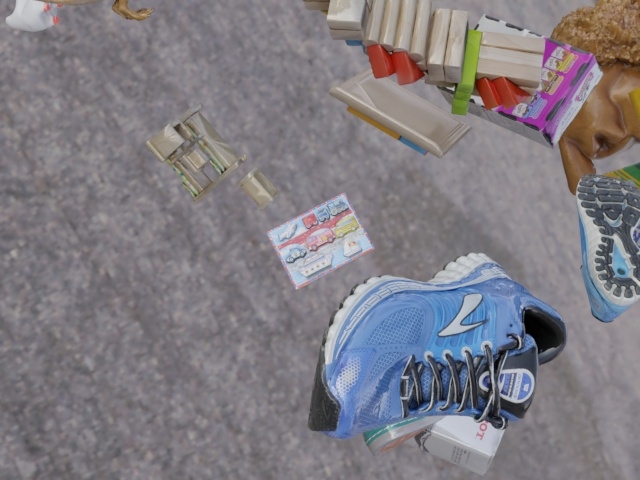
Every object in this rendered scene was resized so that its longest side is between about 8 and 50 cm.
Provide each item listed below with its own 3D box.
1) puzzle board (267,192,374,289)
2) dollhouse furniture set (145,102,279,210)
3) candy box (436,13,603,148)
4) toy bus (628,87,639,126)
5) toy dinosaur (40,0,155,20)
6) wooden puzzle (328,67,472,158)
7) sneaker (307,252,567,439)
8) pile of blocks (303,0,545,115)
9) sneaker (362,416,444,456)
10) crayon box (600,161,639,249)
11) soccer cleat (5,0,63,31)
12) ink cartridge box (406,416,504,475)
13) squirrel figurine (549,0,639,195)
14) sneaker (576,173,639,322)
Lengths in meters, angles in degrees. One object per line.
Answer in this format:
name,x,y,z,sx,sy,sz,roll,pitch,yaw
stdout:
puzzle board,0.000,0.000,1.699,0.096,0.128,0.011,62,-2,16
dollhouse furniture set,-0.172,-0.086,1.717,0.182,0.101,0.161,49,20,-5
candy box,0.334,-0.271,2.005,0.233,0.159,0.071,31,-7,37
toy bus,0.459,-0.116,1.471,0.191,0.104,0.202,35,58,-26
toy dinosaur,-0.284,-0.344,1.602,0.112,0.211,0.064,56,15,-25
wooden puzzle,0.140,-0.218,2.052,0.221,0.044,0.238,31,23,9
sneaker,0.118,0.102,1.072,0.330,0.147,0.130,-21,128,-46
pile of blocks,0.124,-0.230,1.518,0.362,0.149,0.113,19,67,-19
sneaker,0.112,0.188,1.551,0.121,0.108,0.302,58,23,6
crayon box,0.514,-0.016,1.898,0.323,0.083,0.203,154,-73,-79
soccer cleat,-0.394,-0.379,1.692,0.068,0.076,0.196,64,31,-51
ink cartridge box,0.191,0.242,1.979,0.114,0.273,0.197,85,29,-62
squirrel figurine,0.655,-0.319,2.319,0.281,0.370,0.397,-38,115,-60
sneaker,0.258,0.005,1.089,0.073,0.063,0.162,103,-3,-50
